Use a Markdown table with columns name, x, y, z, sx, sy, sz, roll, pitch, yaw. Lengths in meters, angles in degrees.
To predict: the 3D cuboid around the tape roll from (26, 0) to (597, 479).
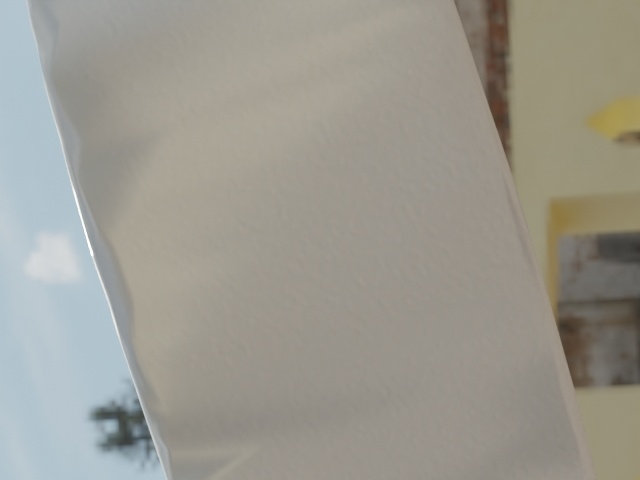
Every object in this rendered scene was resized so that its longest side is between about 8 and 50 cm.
| name | x | y | z | sx | sy | sz | roll | pitch | yaw |
| --- | --- | --- | --- | --- | --- | --- | --- | --- | --- |
| tape roll | 0.000 | 0.000 | 0.537 | 0.286 | 0.100 | 0.286 | -18 | -90 | -90 |
